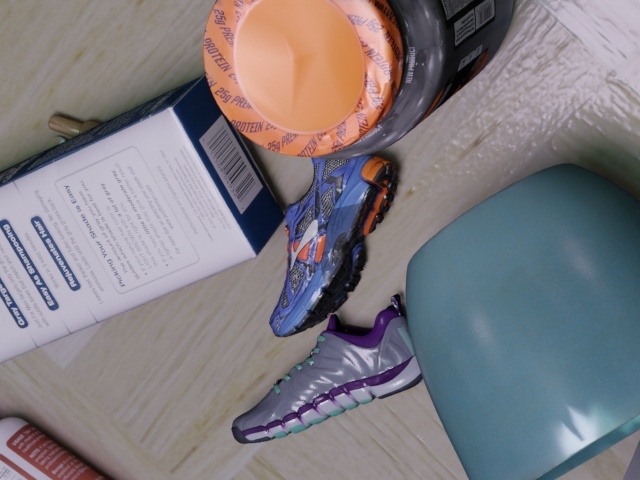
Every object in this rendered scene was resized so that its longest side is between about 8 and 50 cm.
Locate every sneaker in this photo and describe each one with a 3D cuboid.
[{"bbox_3d":[0.000,0.000,1.835,0.087,0.083,0.221,35,112,23],"label":"sneaker"},{"bbox_3d":[0.001,0.132,1.876,0.223,0.083,0.098,-23,89,14],"label":"sneaker"}]

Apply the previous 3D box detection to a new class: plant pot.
[{"bbox_3d":[0.214,0.073,1.666,0.293,0.293,0.235,-36,77,26],"label":"plant pot"}]

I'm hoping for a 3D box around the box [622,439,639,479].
[{"bbox_3d":[0.421,0.350,1.708,0.345,0.215,0.168,19,113,14],"label":"box"}]

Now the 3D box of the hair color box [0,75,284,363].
[{"bbox_3d":[-0.230,-0.015,1.859,0.347,0.105,0.174,-22,105,25],"label":"hair color box"}]

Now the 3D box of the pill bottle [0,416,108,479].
[{"bbox_3d":[-0.323,0.271,2.008,0.216,0.121,0.121,35,115,7],"label":"pill bottle"}]

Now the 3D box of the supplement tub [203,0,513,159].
[{"bbox_3d":[0.035,-0.192,1.607,0.207,0.338,0.207,6,109,19],"label":"supplement tub"}]

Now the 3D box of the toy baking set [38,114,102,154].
[{"bbox_3d":[-0.243,-0.033,1.930,0.256,0.030,0.197,23,113,12],"label":"toy baking set"}]
